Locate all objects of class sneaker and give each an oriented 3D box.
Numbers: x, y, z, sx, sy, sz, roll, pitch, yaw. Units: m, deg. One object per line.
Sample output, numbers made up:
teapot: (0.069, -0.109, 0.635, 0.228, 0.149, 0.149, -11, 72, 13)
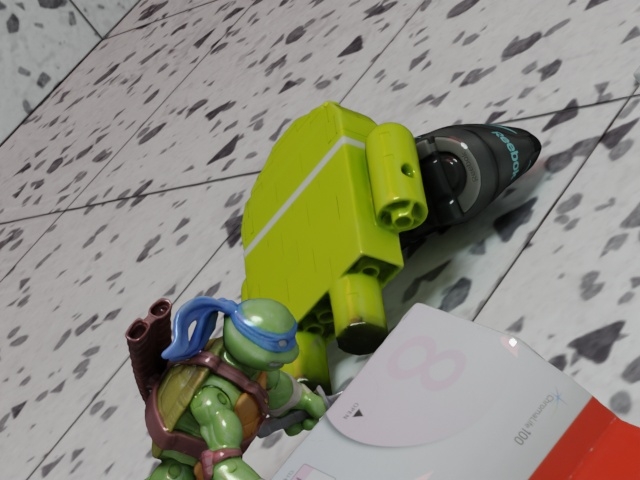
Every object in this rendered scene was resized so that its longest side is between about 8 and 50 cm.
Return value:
sneaker: (0.084, -0.040, 1.510, 0.106, 0.101, 0.267, -24, 5, -39)

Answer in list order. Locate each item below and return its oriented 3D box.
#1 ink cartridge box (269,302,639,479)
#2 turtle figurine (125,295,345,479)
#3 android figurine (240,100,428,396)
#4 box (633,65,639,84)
ink cartridge box: (0.094, 0.148, 1.046, 0.232, 0.066, 0.189, 16, 57, 47)
turtle figurine: (-0.043, 0.180, 1.235, 0.266, 0.274, 0.198, -50, 38, 28)
android figurine: (0.000, 0.000, 1.434, 0.248, 0.056, 0.273, -50, 33, 37)
box: (0.309, -0.117, 1.255, 0.087, 0.102, 0.101, -49, 23, -20)
